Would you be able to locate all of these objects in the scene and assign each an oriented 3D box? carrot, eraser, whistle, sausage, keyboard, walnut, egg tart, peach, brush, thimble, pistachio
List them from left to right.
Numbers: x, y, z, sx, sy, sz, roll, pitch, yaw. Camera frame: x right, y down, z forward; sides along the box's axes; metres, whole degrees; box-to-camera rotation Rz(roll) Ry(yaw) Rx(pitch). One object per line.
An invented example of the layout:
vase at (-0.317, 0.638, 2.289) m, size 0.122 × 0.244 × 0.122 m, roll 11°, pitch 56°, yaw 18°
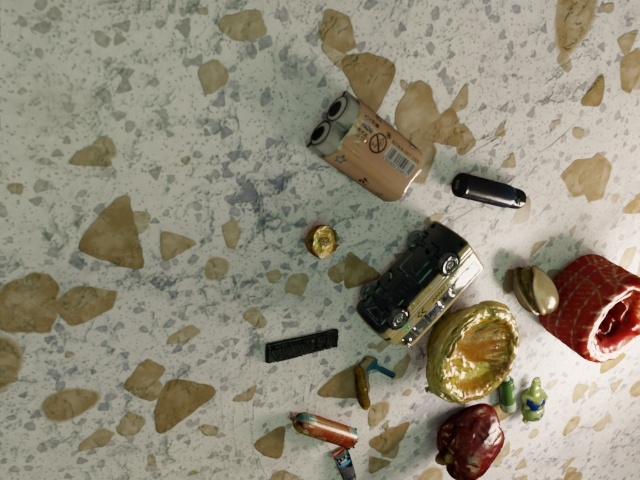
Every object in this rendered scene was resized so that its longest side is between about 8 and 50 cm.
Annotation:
keyboard at (-0.052, 0.315, 1.654) m, size 0.231 × 0.023 × 0.072 m, roll -9°, pitch 121°, yaw -21°
peach at (-0.001, 0.000, 1.494) m, size 0.098 × 0.061 × 0.098 m, roll -12°, pitch 107°, yaw -41°
sausage at (0.005, 0.606, 1.801) m, size 0.264 × 0.083 × 0.083 m, roll 29°, pitch 100°, yaw -32°
carrot at (0.135, 0.482, 1.815) m, size 0.042 × 0.042 × 0.170 m, roll -19°, pitch 122°, yaw -15°
eraser at (0.125, -0.229, 1.422) m, size 0.291 × 0.087 × 0.171 m, roll 30°, pitch 97°, yaw -34°
brush at (0.192, 0.419, 1.827) m, size 0.164 × 0.014 × 0.051 m, roll 34°, pitch 99°, yaw -35°
egg tart at (0.481, 0.358, 1.841) m, size 0.388 × 0.169 × 0.387 m, roll -11°, pitch 117°, yaw -23°
walnut at (0.552, 0.743, 2.058) m, size 0.269 × 0.221 × 0.244 m, roll -27°, pitch 156°, yaw -20°
whistle at (0.842, 0.629, 2.196) m, size 0.105 × 0.085 × 0.227 m, roll -20°, pitch 122°, yaw -26°
pistachio at (0.723, 0.167, 1.879) m, size 0.144 × 0.144 × 0.215 m, roll -37°, pitch 119°, yaw -4°
thimble at (0.979, 0.243, 1.976) m, size 0.350 × 0.230 × 0.350 m, roll -11°, pitch 120°, yaw -20°

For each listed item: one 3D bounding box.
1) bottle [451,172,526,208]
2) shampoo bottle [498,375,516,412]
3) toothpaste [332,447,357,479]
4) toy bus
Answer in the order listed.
bottle at (0.502, -0.141, 1.644) m, size 0.245 × 0.082 × 0.072 m, roll 9°, pitch 104°, yaw -29°
shampoo bottle at (0.705, 0.564, 2.115) m, size 0.065 × 0.065 × 0.204 m, roll -24°, pitch 123°, yaw -12°
toothpaste at (0.093, 0.795, 1.959) m, size 0.071 × 0.045 × 0.193 m, roll -27°, pitch 118°, yaw -20°
toy bus at (0.290, 0.138, 1.633) m, size 0.365 × 0.177 × 0.202 m, roll -47°, pitch 131°, yaw 2°
